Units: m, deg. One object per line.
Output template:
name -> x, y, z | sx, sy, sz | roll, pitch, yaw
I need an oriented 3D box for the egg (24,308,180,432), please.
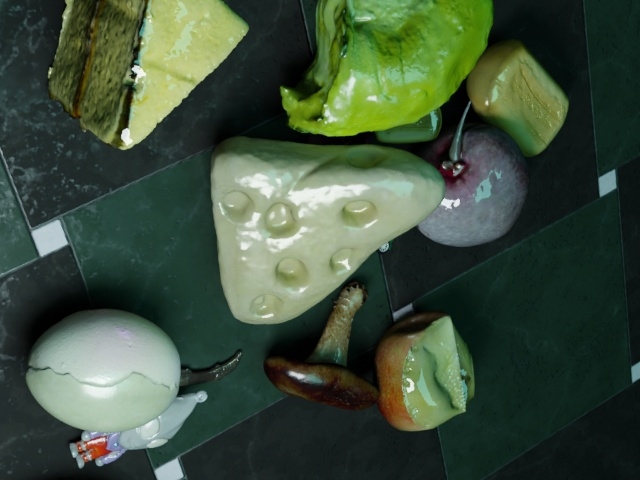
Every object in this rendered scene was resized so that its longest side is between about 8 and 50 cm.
egg -> -0.321, 0.188, 1.719 | 0.217, 0.183, 0.183 | 5, 109, -46

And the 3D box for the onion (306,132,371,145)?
onion -> 0.034, -0.136, 1.862 | 0.115, 0.104, 0.115 | -4, 96, -36

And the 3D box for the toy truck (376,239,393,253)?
toy truck -> 0.058, -0.033, 1.951 | 0.147, 0.065, 0.079 | 19, 96, -37

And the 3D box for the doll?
doll -> -0.283, 0.289, 1.868 | 0.227, 0.075, 0.102 | -22, 140, -11

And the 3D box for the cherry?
cherry -> 0.242, -0.091, 1.970 | 0.213, 0.183, 0.266 | -31, 132, 9

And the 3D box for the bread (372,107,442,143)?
bread -> 0.138, -0.199, 1.916 | 0.115, 0.056, 0.082 | -5, 107, 10

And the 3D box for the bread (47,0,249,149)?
bread -> -0.266, -0.260, 1.500 | 0.198, 0.263, 0.236 | 39, 88, -37

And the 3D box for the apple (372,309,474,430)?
apple -> 0.176, 0.229, 2.082 | 0.207, 0.174, 0.188 | -26, 97, -51

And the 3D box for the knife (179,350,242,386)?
knife -> -0.222, 0.220, 1.907 | 0.222, 0.021, 0.045 | -12, 119, -34

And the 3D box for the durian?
durian -> 0.107, -0.293, 1.756 | 0.340, 0.204, 0.255 | -7, 104, -9

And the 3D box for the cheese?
cheese -> 0.000, 0.000, 1.824 | 0.351, 0.129, 0.328 | 3, 125, -7

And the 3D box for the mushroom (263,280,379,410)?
mushroom -> 0.015, 0.165, 1.996 | 0.227, 0.148, 0.217 | 22, 80, -48

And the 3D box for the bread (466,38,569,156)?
bread -> 0.327, -0.242, 2.013 | 0.147, 0.098, 0.217 | -53, 133, -6

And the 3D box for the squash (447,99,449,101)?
squash -> 0.173, -0.300, 1.890 | 0.184, 0.085, 0.192 | -4, 112, -34
